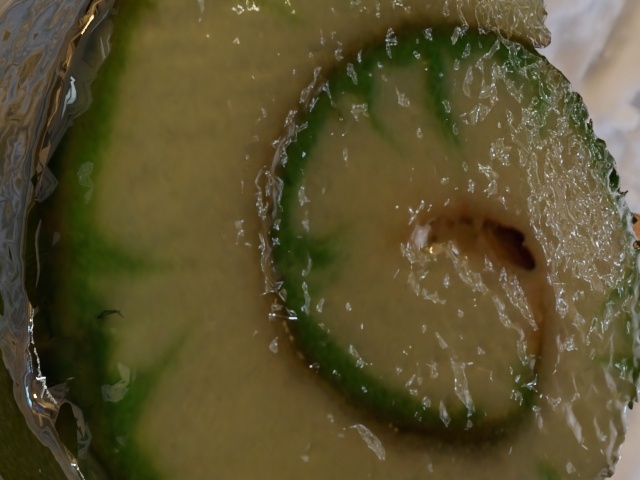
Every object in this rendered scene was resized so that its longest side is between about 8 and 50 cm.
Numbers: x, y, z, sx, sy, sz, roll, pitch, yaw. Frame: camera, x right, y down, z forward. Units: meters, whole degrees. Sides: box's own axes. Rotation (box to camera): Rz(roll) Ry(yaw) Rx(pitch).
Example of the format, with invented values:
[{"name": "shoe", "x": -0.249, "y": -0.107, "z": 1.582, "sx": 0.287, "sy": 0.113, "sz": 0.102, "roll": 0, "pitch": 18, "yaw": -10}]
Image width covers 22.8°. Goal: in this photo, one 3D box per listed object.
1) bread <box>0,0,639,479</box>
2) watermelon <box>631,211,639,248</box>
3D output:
[{"name": "bread", "x": 0.000, "y": 0.000, "z": 0.741, "sx": 0.366, "sy": 0.129, "sz": 0.382, "roll": 24, "pitch": 73, "yaw": -37}, {"name": "watermelon", "x": 0.146, "y": 0.042, "z": 1.284, "sx": 0.128, "sy": 0.303, "sz": 0.159, "roll": -27, "pitch": 130, "yaw": -63}]
